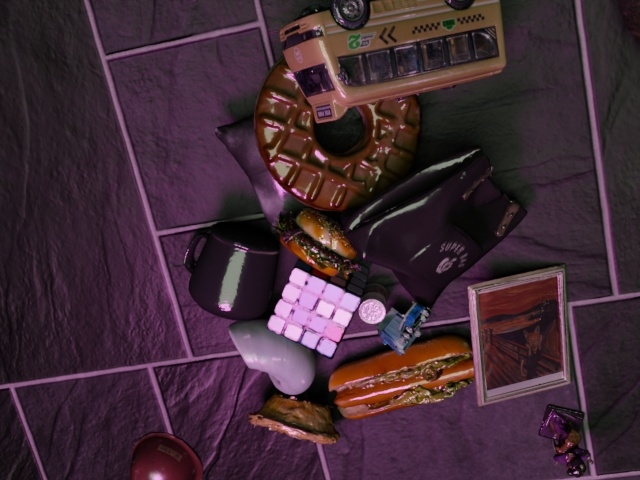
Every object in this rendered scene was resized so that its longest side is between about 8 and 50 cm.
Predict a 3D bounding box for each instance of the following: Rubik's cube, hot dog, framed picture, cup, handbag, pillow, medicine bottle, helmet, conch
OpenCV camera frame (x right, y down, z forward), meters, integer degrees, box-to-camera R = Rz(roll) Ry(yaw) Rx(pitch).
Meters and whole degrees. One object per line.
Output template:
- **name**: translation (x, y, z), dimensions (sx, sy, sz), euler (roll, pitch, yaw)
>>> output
- **Rubik's cube**: translation (-0.002, 0.117, 1.800), dimensions (0.151, 0.155, 0.154), euler (26, 110, 1)
- **hot dog**: translation (0.181, 0.287, 1.863), dimensions (0.337, 0.100, 0.135), euler (-17, 106, 14)
- **framed picture**: translation (0.406, 0.195, 1.803), dimensions (0.216, 0.016, 0.274), euler (-12, 109, -10)
- **cup**: translation (-0.190, 0.048, 1.811), dimensions (0.223, 0.169, 0.177), euler (28, 110, 31)
- **handbag**: translation (0.232, -0.025, 1.671), dimensions (0.288, 0.152, 0.342), euler (-39, 143, 11)
- **pillow**: translation (-0.069, -0.149, 1.741), dimensions (0.186, 0.106, 0.250), euler (-26, 106, 10)
- **medicine bottle**: translation (0.108, 0.127, 1.823), dimensions (0.057, 0.089, 0.057), euler (2, 110, 6)
- **helmet**: translation (-0.360, 0.536, 2.030), dimensions (0.175, 0.106, 0.155), euler (35, 111, -9)
- **conch**: translation (-0.098, 0.227, 1.840), dimensions (0.184, 0.221, 0.121), euler (19, 72, 39)

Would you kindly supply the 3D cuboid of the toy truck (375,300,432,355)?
- **toy truck**: translation (0.161, 0.163, 1.769), dimensions (0.081, 0.175, 0.067), euler (37, 68, 14)

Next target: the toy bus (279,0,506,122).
- **toy bus**: translation (0.127, -0.333, 1.521), dimensions (0.365, 0.177, 0.202), euler (-16, 99, -21)

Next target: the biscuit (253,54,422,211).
- **biscuit**: translation (0.033, -0.216, 1.646), dimensions (0.331, 0.103, 0.332), euler (-2, 96, -15)

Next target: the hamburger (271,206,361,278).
- **hamburger**: translation (-0.004, -0.002, 1.694), dimensions (0.189, 0.164, 0.093), euler (34, 94, 12)

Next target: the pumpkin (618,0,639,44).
- **pumpkin**: translation (0.660, -0.441, 1.455), dimensions (0.327, 0.257, 0.292), euler (-23, 98, 10)

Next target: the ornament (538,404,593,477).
- **ornament**: translation (0.514, 0.425, 1.818), dimensions (0.081, 0.203, 0.088), euler (9, 109, -3)

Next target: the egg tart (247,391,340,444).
- **egg tart**: translation (-0.053, 0.377, 1.893), dimensions (0.212, 0.212, 0.090), euler (10, 79, 4)
